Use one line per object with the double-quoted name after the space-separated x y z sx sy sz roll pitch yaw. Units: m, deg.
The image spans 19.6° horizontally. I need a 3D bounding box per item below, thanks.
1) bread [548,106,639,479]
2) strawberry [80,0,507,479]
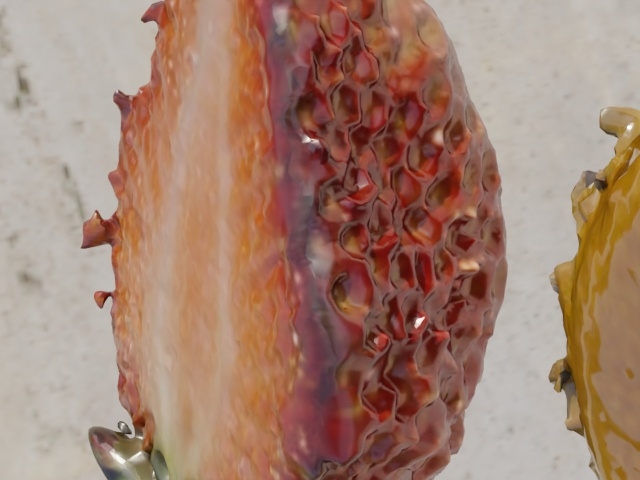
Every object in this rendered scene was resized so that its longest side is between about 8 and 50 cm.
0.209 0.050 0.369 0.389 0.183 0.236 9 103 52 "bread"
0.003 0.005 0.615 0.175 0.107 0.236 60 143 30 "strawberry"
